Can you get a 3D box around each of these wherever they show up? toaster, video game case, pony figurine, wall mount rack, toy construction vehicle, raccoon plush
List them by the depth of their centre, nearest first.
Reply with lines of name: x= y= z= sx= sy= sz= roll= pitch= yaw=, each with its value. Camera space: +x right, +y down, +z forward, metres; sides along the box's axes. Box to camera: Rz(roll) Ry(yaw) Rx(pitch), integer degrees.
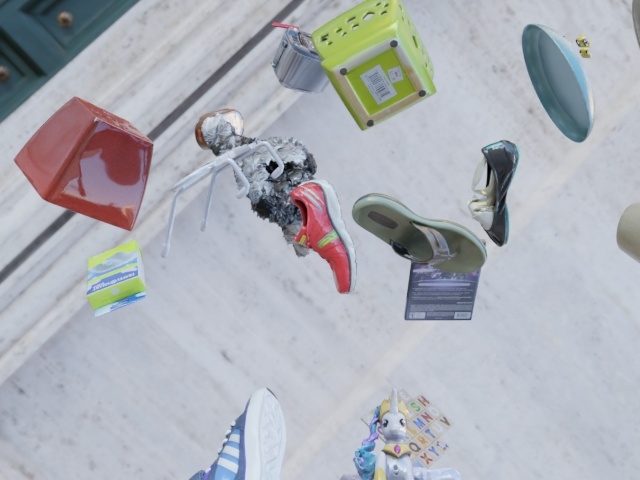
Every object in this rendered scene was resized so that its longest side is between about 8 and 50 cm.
pony figurine: x=0.176 y=0.551 z=1.752 sx=0.363 sy=0.303 sz=0.351 roll=-86 pitch=171 yaw=-64
wall mount rack: x=-0.256 y=-0.110 z=1.915 sx=0.130 sy=0.304 sz=0.350 roll=57 pitch=27 yaw=-4
toy construction vehicle: x=0.704 y=-0.538 z=2.203 sx=0.086 sy=0.035 sz=0.098 roll=11 pitch=-11 yaw=39
raccoon plush: x=-0.115 y=-0.163 z=2.215 sx=0.446 sy=0.216 sz=0.299 roll=54 pitch=-3 yaw=34
video game case: x=0.343 y=0.113 z=2.229 sx=0.026 sy=0.196 sz=0.274 roll=-95 pitch=-173 yaw=-56
toaster: x=-0.035 y=-0.526 z=2.373 sx=0.227 sy=0.146 sz=0.129 roll=5 pitch=47 yaw=-36

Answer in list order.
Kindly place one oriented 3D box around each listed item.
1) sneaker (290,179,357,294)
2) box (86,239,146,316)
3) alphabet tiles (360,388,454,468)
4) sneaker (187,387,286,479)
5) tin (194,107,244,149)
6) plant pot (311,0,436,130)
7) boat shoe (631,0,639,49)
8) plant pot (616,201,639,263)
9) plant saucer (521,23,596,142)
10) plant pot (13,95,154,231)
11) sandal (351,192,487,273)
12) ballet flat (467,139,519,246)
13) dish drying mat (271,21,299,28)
sneaker: x=0.000 y=0.000 z=1.853 sx=0.107 sy=0.118 sz=0.279 roll=141 pitch=-69 yaw=-71
box: x=-0.400 y=0.071 z=1.565 sx=0.178 sy=0.109 sz=0.042 roll=-119 pitch=-172 yaw=-60
alphabet tiles: x=0.240 y=0.475 z=2.039 sx=0.198 sy=0.237 sz=0.009 roll=41 pitch=-55 yaw=22
sneaker: x=-0.203 y=0.466 z=1.643 sx=0.130 sy=0.236 sz=0.322 roll=55 pitch=25 yaw=-40
tin: x=-0.290 y=-0.325 z=2.330 sx=0.040 sy=0.190 sz=0.106 roll=4 pitch=-69 yaw=35
plant pot: x=0.126 y=-0.396 z=1.817 sx=0.228 sy=0.227 sz=0.207 roll=55 pitch=18 yaw=-30
boat shoe: x=0.707 y=-0.340 z=1.527 sx=0.335 sy=0.096 sz=0.112 roll=62 pitch=-17 yaw=-1
plant pot: x=0.885 y=-0.002 z=1.967 sx=0.274 sy=0.256 sz=0.256 roll=19 pitch=-26 yaw=45
plant saucer: x=0.588 y=-0.390 z=1.961 sx=0.317 sy=0.044 sz=0.317 roll=64 pitch=0 yaw=-1
plant pot: x=-0.592 y=-0.215 z=2.090 sx=0.267 sy=0.235 sz=0.267 roll=23 pitch=12 yaw=-44
sandal: x=0.198 y=0.005 z=1.646 sx=0.303 sy=0.086 sz=0.120 roll=22 pitch=-50 yaw=-12
ballet flat: x=0.392 y=-0.106 z=1.856 sx=0.095 sy=0.096 sz=0.280 roll=-106 pitch=-168 yaw=-57
dish drying mat: x=-0.110 y=-0.673 z=2.518 sx=0.083 sy=0.032 sz=0.008 roll=11 pitch=-60 yaw=5
